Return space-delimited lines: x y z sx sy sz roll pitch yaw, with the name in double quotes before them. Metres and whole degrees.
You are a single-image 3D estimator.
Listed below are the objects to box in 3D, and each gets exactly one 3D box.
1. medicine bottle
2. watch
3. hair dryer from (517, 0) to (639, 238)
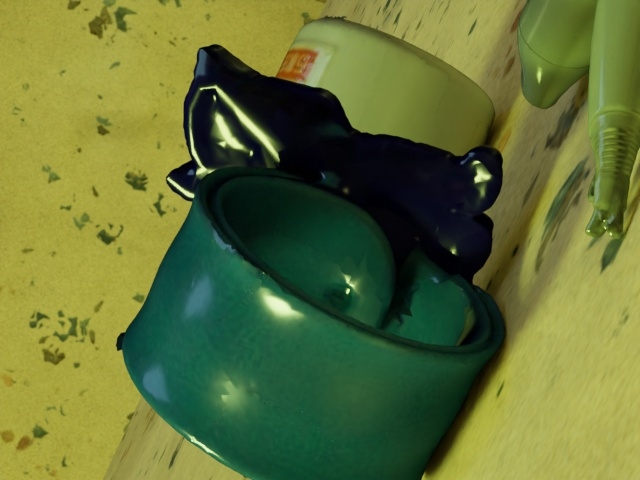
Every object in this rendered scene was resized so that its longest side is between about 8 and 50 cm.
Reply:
"medicine bottle" 0.000 0.000 1.204 0.144 0.144 0.252 151 143 -78
"watch" -0.007 0.029 0.962 0.200 0.196 0.171 -62 -9 -68
"hair dryer" 0.133 -0.082 0.907 0.206 0.075 0.237 113 170 -51
